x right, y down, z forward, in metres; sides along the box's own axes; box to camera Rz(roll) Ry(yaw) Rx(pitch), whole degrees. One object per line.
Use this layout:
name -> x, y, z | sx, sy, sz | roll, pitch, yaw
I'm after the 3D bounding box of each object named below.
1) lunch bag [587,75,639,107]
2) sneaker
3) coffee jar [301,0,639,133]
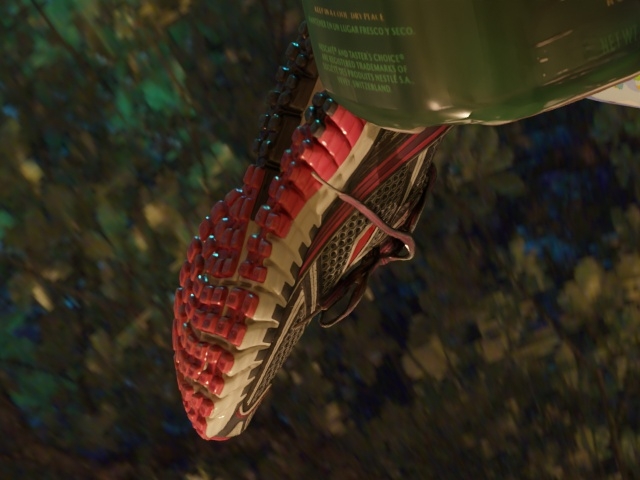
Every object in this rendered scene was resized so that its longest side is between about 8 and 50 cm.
lunch bag -> 0.255, -0.140, 1.147 | 0.219, 0.176, 0.090 | 9, -115, -17
sneaker -> 0.000, 0.000, 1.235 | 0.299, 0.112, 0.121 | -61, -151, 16
coffee jar -> 0.026, -0.121, 0.382 | 0.096, 0.184, 0.079 | -24, -160, -21
